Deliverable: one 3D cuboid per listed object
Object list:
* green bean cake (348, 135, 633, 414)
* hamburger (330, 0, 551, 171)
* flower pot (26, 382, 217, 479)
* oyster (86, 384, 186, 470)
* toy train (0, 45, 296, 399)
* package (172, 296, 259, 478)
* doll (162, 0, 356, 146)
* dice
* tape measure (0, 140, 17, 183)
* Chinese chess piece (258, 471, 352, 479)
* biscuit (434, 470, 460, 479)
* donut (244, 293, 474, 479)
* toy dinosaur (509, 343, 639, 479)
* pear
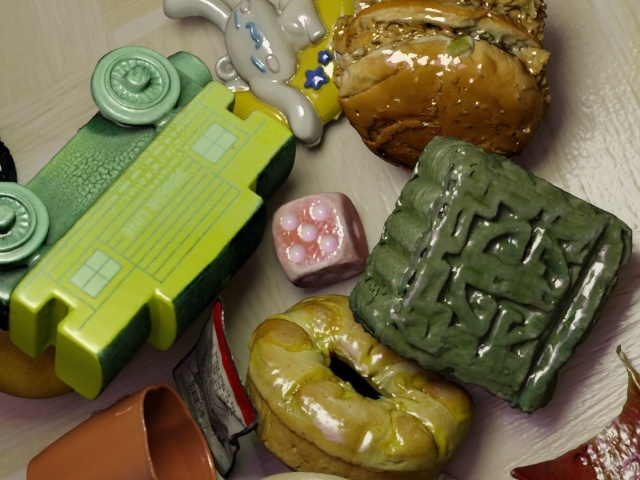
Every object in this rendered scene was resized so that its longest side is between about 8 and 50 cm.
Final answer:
[{"bbox_3d":[0.187,0.038,1.676,0.255,0.132,0.241,26,92,-18],"label":"green bean cake"},{"bbox_3d":[0.150,-0.201,1.740,0.245,0.260,0.211,-10,59,44],"label":"hamburger"},{"bbox_3d":[-0.228,0.271,1.745,0.173,0.190,0.190,-20,73,12],"label":"flower pot"},{"bbox_3d":[-0.233,0.265,1.857,0.163,0.081,0.191,-4,78,21],"label":"oyster"},{"bbox_3d":[-0.218,-0.024,1.741,0.272,0.179,0.442,35,61,8],"label":"toy train"},{"bbox_3d":[-0.120,0.175,1.773,0.030,0.239,0.154,-15,71,-19],"label":"package"},{"bbox_3d":[-0.048,-0.233,1.879,0.237,0.111,0.252,-25,81,14],"label":"doll"},{"bbox_3d":[0.000,0.000,1.823,0.091,0.093,0.094,-17,74,15],"label":"dice"},{"bbox_3d":[-0.484,-0.071,1.991,0.186,0.112,0.199,13,85,14],"label":"tape measure"},{"bbox_3d":[-0.001,0.367,1.670,0.273,0.273,0.102,-1,38,19],"label":"Chinese chess piece"},{"bbox_3d":[0.116,0.332,1.756,0.152,0.020,0.152,-4,77,18],"label":"biscuit"},{"bbox_3d":[0.029,0.179,1.719,0.261,0.208,0.128,41,131,26],"label":"donut"},{"bbox_3d":[0.371,0.189,1.650,0.327,0.113,0.206,-3,78,20],"label":"toy dinosaur"},{"bbox_3d":[-0.343,0.095,1.868,0.209,0.209,0.209,-4,78,18],"label":"pear"}]
